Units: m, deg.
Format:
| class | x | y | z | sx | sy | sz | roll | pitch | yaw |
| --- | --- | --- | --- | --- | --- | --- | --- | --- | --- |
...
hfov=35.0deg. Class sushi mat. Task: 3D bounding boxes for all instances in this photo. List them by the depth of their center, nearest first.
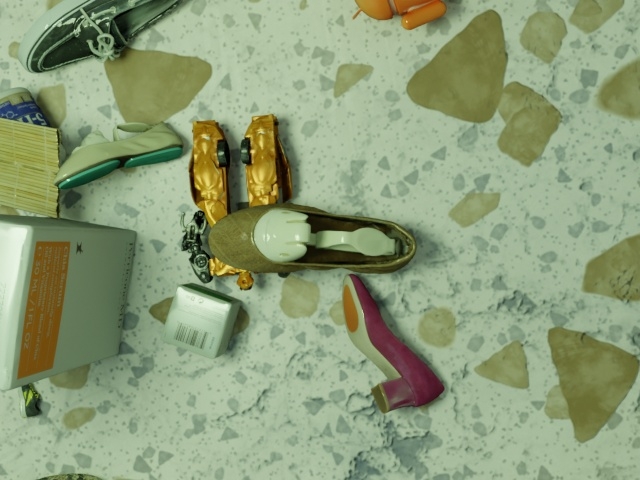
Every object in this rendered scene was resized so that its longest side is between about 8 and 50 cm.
| class | x | y | z | sx | sy | sz | roll | pitch | yaw |
| --- | --- | --- | --- | --- | --- | --- | --- | --- | --- |
| sushi mat | -0.563 | -0.138 | 1.700 | 0.317 | 0.019 | 0.151 | 13 | 107 | 21 |

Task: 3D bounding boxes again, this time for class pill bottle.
| class | x | y | z | sx | sy | sz | roll | pitch | yaw |
| --- | --- | --- | --- | --- | --- | --- | --- | --- | --- |
| pill bottle | -0.504 | -0.158 | 1.744 | 0.112 | 0.112 | 0.186 | -34 | 86 | 6 |

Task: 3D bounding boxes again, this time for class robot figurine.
| class | x | y | z | sx | sy | sz | roll | pitch | yaw |
| --- | --- | --- | --- | --- | --- | --- | --- | --- | --- |
| robot figurine | 0.140 | -0.436 | 1.650 | 0.219 | 0.128 | 0.158 | -21 | 119 | 7 |
| robot figurine | -0.131 | -0.061 | 1.709 | 0.211 | 0.085 | 0.291 | -4 | 89 | 8 |

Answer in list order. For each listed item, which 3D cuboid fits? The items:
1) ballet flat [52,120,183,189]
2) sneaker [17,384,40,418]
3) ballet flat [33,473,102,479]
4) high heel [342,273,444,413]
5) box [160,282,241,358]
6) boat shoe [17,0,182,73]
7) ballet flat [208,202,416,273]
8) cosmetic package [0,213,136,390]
| class | x | y | z | sx | sy | sz | roll | pitch | yaw |
| --- | --- | --- | --- | --- | --- | --- | --- | --- | --- |
| ballet flat | -0.343 | -0.150 | 1.683 | 0.086 | 0.248 | 0.086 | 21 | 120 | 42 |
| sneaker | -0.513 | 0.271 | 1.790 | 0.035 | 0.031 | 0.083 | -4 | 94 | -6 |
| ballet flat | -0.591 | 0.528 | 1.722 | 0.483 | 0.182 | 0.164 | -17 | 87 | 7 |
| high heel | 0.119 | 0.162 | 1.695 | 0.117 | 0.082 | 0.244 | -14 | 72 | -24 |
| box | -0.201 | 0.135 | 1.717 | 0.101 | 0.087 | 0.102 | 19 | 92 | 7 |
| boat shoe | -0.368 | -0.361 | 1.726 | 0.306 | 0.113 | 0.105 | -32 | 72 | -3 |
| ballet flat | 0.000 | 0.000 | 1.610 | 0.342 | 0.124 | 0.116 | 7 | 83 | -18 |
| cosmetic package | -0.441 | 0.080 | 1.564 | 0.161 | 0.453 | 0.230 | 8 | 92 | 7 |
